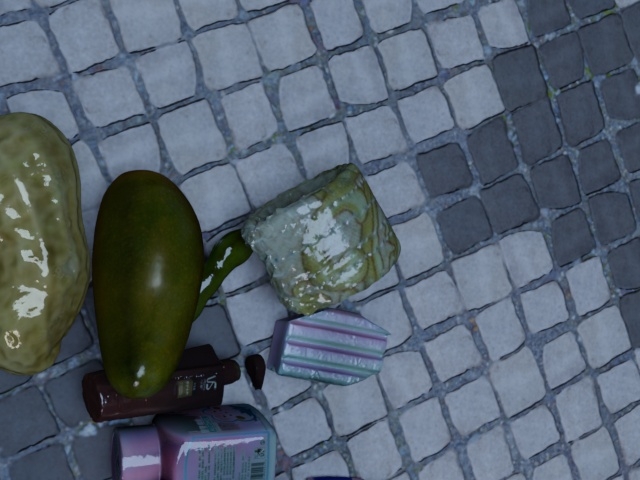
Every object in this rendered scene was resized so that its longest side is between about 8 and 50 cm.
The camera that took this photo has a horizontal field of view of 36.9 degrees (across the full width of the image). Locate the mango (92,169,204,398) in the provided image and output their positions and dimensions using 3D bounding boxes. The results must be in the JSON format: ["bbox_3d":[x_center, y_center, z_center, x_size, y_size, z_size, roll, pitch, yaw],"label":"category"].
[{"bbox_3d":[-0.206,0.051,1.128,0.129,0.146,0.289,18,62,-31],"label":"mango"}]

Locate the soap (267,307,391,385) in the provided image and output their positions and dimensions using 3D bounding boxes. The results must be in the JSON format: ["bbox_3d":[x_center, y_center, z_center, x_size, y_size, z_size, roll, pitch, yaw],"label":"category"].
[{"bbox_3d":[0.013,0.140,1.287,0.149,0.056,0.100,12,88,-20],"label":"soap"}]

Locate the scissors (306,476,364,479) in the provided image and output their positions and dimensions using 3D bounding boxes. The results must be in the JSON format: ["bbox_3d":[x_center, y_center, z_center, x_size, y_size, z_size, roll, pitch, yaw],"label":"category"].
[{"bbox_3d":[0.033,0.343,1.318,0.113,0.012,0.039,4,89,-21],"label":"scissors"}]

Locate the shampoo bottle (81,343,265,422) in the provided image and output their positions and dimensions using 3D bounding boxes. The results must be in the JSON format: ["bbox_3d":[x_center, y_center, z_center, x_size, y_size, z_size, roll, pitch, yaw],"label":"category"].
[{"bbox_3d":[-0.174,0.177,1.197,0.236,0.067,0.068,-7,130,-34],"label":"shampoo bottle"}]

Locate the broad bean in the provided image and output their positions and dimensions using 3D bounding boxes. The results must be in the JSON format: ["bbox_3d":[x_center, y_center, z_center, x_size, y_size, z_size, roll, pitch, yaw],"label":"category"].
[{"bbox_3d":[-0.164,0.069,1.221,0.052,0.053,0.256,45,75,-10],"label":"broad bean"}]

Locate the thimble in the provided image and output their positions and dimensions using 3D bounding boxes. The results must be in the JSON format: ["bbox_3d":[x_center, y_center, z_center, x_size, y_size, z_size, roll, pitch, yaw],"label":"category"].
[{"bbox_3d":[0.000,0.000,1.234,0.190,0.137,0.144,-32,104,-30],"label":"thimble"}]

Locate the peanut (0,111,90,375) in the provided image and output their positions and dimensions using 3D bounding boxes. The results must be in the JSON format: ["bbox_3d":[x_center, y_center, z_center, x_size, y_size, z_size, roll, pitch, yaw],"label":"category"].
[{"bbox_3d":[-0.345,0.006,1.115,0.146,0.147,0.306,-8,98,-21],"label":"peanut"}]

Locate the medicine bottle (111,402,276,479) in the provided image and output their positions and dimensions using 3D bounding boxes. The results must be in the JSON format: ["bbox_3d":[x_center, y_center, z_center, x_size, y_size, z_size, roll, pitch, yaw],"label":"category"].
[{"bbox_3d":[-0.159,0.263,1.186,0.187,0.119,0.095,0,100,-22],"label":"medicine bottle"}]
